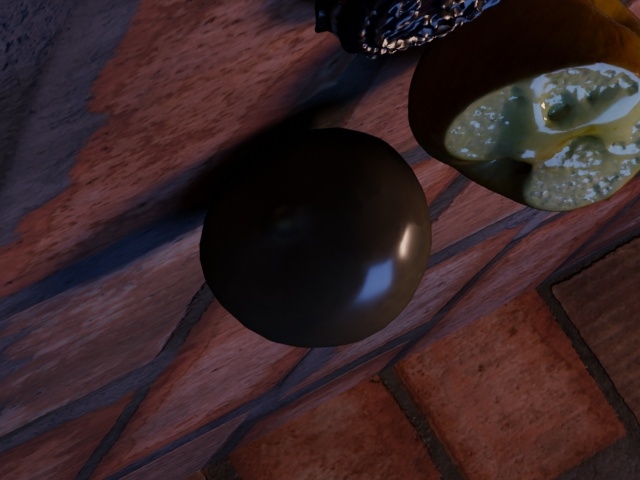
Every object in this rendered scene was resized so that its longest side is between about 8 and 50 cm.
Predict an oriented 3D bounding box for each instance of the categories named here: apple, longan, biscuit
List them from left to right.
[{"bbox_3d":[0.000,0.000,1.456,0.189,0.189,0.189,-31,169,-7],"label":"longan"},{"bbox_3d":[0.084,-0.180,1.185,0.194,0.053,0.194,-30,168,-7],"label":"biscuit"},{"bbox_3d":[0.161,-0.111,1.397,0.195,0.160,0.173,28,110,-32],"label":"apple"}]
